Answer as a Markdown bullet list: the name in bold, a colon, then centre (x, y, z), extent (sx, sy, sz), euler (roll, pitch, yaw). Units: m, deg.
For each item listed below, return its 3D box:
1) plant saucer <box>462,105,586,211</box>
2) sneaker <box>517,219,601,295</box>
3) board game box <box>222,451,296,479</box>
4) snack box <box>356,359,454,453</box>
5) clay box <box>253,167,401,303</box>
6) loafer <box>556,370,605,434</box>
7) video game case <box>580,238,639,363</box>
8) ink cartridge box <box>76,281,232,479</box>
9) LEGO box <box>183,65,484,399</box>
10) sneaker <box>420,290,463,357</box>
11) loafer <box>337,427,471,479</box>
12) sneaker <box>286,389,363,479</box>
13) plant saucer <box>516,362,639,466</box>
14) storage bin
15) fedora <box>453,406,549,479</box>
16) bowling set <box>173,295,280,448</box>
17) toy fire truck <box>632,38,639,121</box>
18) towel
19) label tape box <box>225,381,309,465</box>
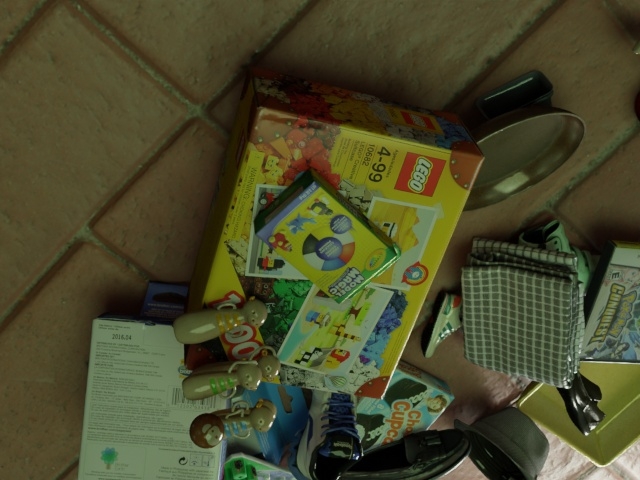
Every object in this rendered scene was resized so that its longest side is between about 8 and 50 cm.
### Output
- **plant saucer**: centre (0.336, -0.155, 1.662), extent (0.310, 0.050, 0.310), euler (-18, 157, -8)
- **sneaker**: centre (0.521, 0.031, 1.847), extent (0.255, 0.094, 0.151), euler (-5, 126, -5)
- **board game box**: centre (-0.176, 0.633, 1.995), extent (0.390, 0.050, 0.390), euler (-39, 133, 22)
- **snack box**: centre (0.126, 0.413, 2.008), extent (0.187, 0.060, 0.322), euler (28, 110, -24)
- **clay box**: centre (0.018, 0.005, 1.401), extent (0.127, 0.053, 0.222), euler (-41, 117, 16)
- **loafer**: centre (0.560, 0.323, 1.947), extent (0.078, 0.080, 0.220), euler (-31, 125, -4)
- **video game case**: centre (0.658, 0.133, 1.868), extent (0.248, 0.035, 0.275), euler (4, 115, -19)
- **ink cartridge box**: centre (-0.304, 0.283, 1.730), extent (0.270, 0.151, 0.396), euler (6, 91, -4)
- **LEGO box**: centre (0.000, 0.000, 1.541), extent (0.372, 0.193, 0.500), euler (11, 119, -14)
- **sneaker**: centre (0.267, 0.184, 1.909), extent (0.075, 0.057, 0.161), euler (12, 113, -10)
- **loafer**: centre (0.178, 0.477, 1.961), extent (0.302, 0.109, 0.095), euler (-24, 119, 4)
- **sneaker**: centre (0.037, 0.365, 1.844), extent (0.127, 0.182, 0.316), euler (15, 88, -19)
- **plant saucer**: centre (0.649, 0.320, 2.043), extent (0.332, 0.081, 0.333), euler (36, 107, -25)
- **storage bin**: centre (0.375, -0.235, 1.684), extent (0.135, 0.098, 0.091), euler (-27, 130, 5)
- **fedora**: centre (0.424, 0.458, 2.016), extent (0.124, 0.243, 0.275), euler (-43, 137, -18)
- **bowling set**: centre (-0.132, 0.258, 1.456), extent (0.154, 0.200, 0.287), euler (-13, 126, -1)
- **toy fire truck**: centre (0.656, -0.299, 1.676), extent (0.246, 0.158, 0.217), euler (24, 113, -9)
- **towel**: centre (0.402, 0.149, 1.809), extent (0.235, 0.121, 0.284), euler (12, 127, 31)
- **label tape box**: centre (-0.196, 0.405, 1.914), extent (0.347, 0.115, 0.249), euler (-15, 121, 0)
